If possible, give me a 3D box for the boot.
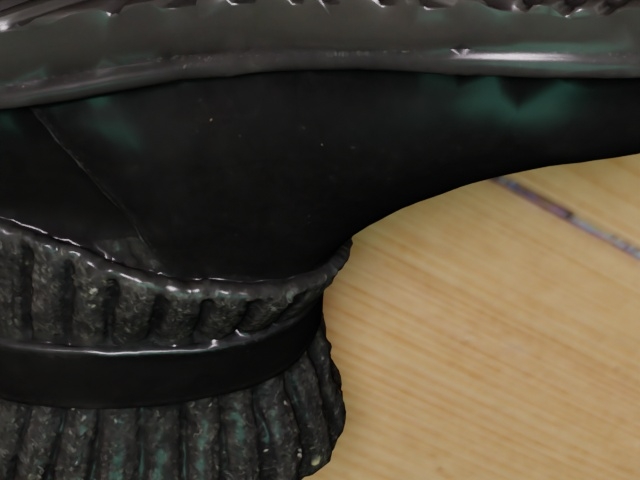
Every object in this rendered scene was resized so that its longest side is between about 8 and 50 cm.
[{"bbox_3d":[0.000,-0.002,0.583,0.348,0.131,0.260,-1,125,12],"label":"boot"}]
